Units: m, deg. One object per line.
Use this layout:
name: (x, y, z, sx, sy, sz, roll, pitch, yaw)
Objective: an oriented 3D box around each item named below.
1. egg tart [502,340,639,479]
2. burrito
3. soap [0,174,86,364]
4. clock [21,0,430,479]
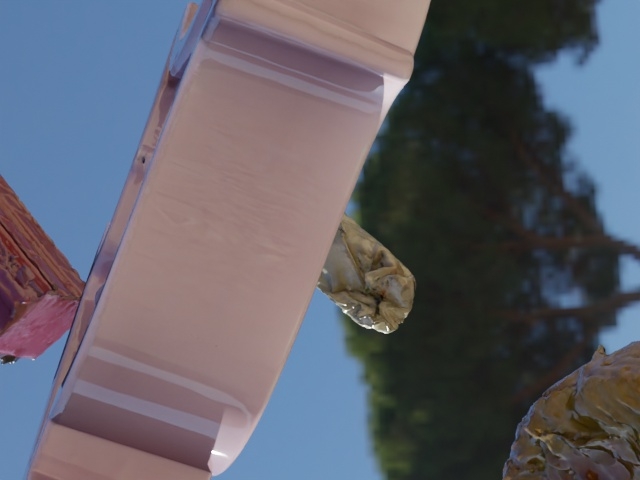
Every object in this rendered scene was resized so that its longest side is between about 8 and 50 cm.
egg tart: (0.242, 0.225, 1.164, 0.150, 0.352, 0.352, -11, -83, -33)
burrito: (0.000, 0.000, 1.155, 0.041, 0.149, 0.055, -5, -54, -45)
soap: (-0.325, -0.011, 1.822, 0.250, 0.099, 0.162, 51, -168, 15)
clock: (-0.036, -0.040, 0.858, 0.290, 0.080, 0.275, -85, 18, -61)
